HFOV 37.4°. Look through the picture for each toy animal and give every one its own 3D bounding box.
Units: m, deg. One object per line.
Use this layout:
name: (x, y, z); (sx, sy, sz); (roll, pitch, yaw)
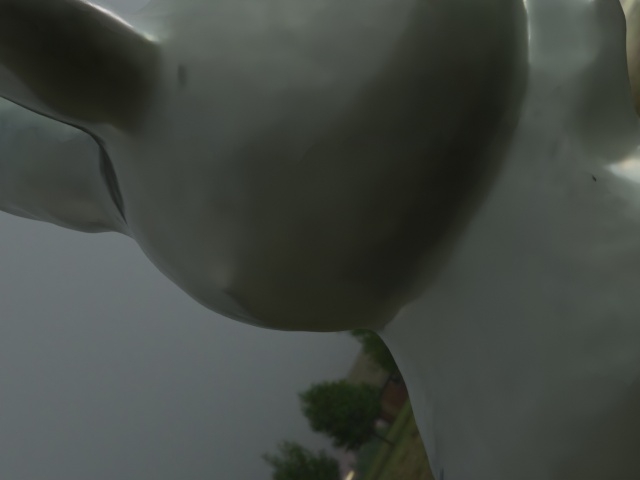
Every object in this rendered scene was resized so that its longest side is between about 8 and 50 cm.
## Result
toy animal: (0.007, -0.007, 0.378); (0.241, 0.367, 0.196); (-61, -1, -23)
